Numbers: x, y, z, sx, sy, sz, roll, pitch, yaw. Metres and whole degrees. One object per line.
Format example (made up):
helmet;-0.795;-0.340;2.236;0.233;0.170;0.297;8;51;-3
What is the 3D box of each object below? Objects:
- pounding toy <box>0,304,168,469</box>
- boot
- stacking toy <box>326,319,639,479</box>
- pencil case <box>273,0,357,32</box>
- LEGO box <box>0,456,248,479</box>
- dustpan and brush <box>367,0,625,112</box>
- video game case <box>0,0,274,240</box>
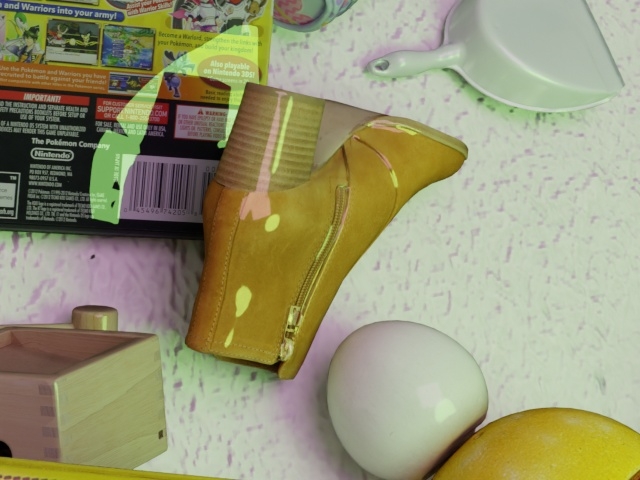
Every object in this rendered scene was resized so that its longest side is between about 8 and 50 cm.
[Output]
pounding toy;-0.194;0.109;1.308;0.206;0.181;0.094;-22;111;-62
boot;0.000;0.000;1.454;0.295;0.104;0.211;6;99;-58
stacking toy;0.183;0.243;1.395;0.480;0.350;0.350;44;57;15
pencil case;0.040;-0.283;1.561;0.124;0.113;0.273;36;58;14
LEGO box;-0.228;0.237;1.092;0.500;0.372;0.193;9;74;-23
dustpan and brush;0.136;-0.163;1.608;0.211;0.060;0.147;-7;65;-35
video game case;-0.167;-0.128;1.395;0.275;0.035;0.248;3;96;-25
